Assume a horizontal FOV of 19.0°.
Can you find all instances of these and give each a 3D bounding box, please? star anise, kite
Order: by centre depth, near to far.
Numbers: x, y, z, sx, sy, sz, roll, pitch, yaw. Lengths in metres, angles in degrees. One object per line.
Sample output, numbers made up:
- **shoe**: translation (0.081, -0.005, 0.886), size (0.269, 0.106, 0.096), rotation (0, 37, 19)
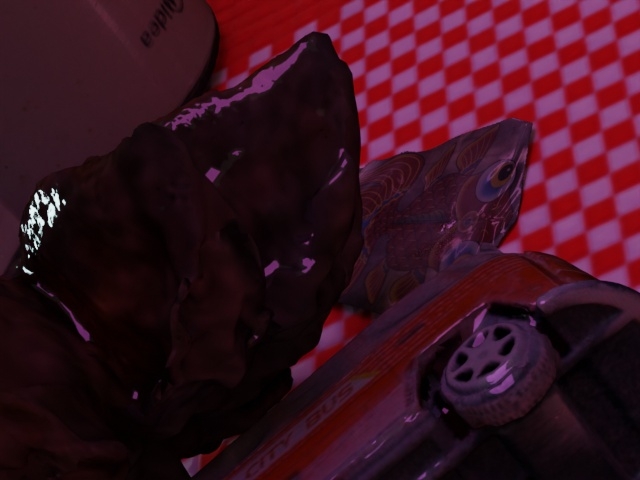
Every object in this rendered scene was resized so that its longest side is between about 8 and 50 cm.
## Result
- **star anise**: translation (-0.086, 0.056, 0.767), size (0.332, 0.117, 0.332), rotation (-42, -7, -7)
- **kite**: translation (-0.002, -0.002, 0.944), size (0.229, 0.016, 0.127), rotation (-8, 41, 38)

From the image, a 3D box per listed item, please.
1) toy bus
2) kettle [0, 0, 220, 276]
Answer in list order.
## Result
- **toy bus**: translation (0.017, 0.111, 0.704), size (0.265, 0.121, 0.120), rotation (-41, 24, -3)
- **kettle**: translation (-0.259, -0.151, 1.037), size (0.250, 0.376, 0.361), rotation (-14, 40, 33)
